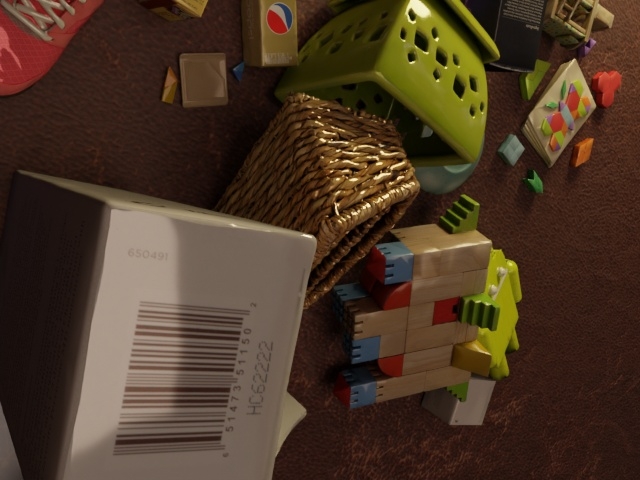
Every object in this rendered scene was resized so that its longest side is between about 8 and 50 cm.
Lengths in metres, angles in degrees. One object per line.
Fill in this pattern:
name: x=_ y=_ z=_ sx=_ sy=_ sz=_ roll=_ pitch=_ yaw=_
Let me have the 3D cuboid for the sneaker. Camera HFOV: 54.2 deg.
sneaker: x=-0.284 y=-0.294 z=0.680 sx=0.116 sy=0.136 sz=0.313 roll=38 pitch=82 yaw=-34

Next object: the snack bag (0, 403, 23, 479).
snack bag: x=-0.320 y=0.160 z=0.852 sx=0.343 sy=0.037 sz=0.323 roll=-14 pitch=111 yaw=-30

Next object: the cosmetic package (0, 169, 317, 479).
cosmetic package: x=-0.203 y=0.066 z=0.603 sx=0.162 sy=0.453 sz=0.230 roll=9 pitch=93 yaw=-34

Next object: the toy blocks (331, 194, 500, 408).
toy blocks: x=0.139 y=0.127 z=1.078 sx=0.261 sy=0.191 sz=0.381 roll=-7 pitch=118 yaw=-18

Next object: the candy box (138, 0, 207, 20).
candy box: x=-0.151 y=-0.367 z=0.764 sx=0.053 sy=0.109 sz=0.186 roll=24 pitch=89 yaw=-36

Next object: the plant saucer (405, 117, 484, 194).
plant saucer: x=0.236 y=-0.175 z=1.122 sx=0.195 sy=0.037 sz=0.194 roll=-10 pitch=109 yaw=-30

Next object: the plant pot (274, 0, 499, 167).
plant pot: x=0.110 y=-0.247 z=0.901 sx=0.228 sy=0.227 sz=0.207 roll=32 pitch=74 yaw=-35

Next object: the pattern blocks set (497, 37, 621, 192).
pattern blocks set: x=0.490 y=-0.258 z=1.272 sx=0.285 sy=0.026 sz=0.324 roll=29 pitch=87 yaw=-36

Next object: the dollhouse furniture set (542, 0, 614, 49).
dollhouse furniture set: x=0.505 y=-0.410 z=1.139 sx=0.182 sy=0.161 sz=0.101 roll=17 pitch=88 yaw=-30

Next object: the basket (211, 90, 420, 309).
basket: x=0.000 y=0.000 z=0.823 sx=0.214 sy=0.223 sz=0.299 roll=11 pitch=137 yaw=-33

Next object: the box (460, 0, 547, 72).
box: x=0.273 y=-0.382 z=1.013 sx=0.108 sy=0.153 sz=0.207 roll=-1 pitch=104 yaw=-33

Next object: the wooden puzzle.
wooden puzzle: x=-0.162 y=-0.221 z=0.859 sx=0.116 sy=0.014 sz=0.078 roll=-3 pitch=110 yaw=-33

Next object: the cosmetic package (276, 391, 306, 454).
cosmetic package: x=-0.213 y=0.329 z=0.793 sx=0.156 sy=0.217 sz=0.385 roll=41 pitch=95 yaw=8

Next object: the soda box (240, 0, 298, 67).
soda box: x=-0.072 y=-0.330 z=0.855 sx=0.058 sy=0.061 sz=0.181 roll=-11 pitch=109 yaw=-31

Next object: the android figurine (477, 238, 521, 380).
android figurine: x=0.337 y=0.130 z=1.223 sx=0.248 sy=0.056 sz=0.272 roll=-45 pitch=126 yaw=-47

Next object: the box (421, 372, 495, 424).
box: x=0.278 y=0.308 z=1.259 sx=0.102 sy=0.087 sz=0.101 roll=13 pitch=96 yaw=-35
